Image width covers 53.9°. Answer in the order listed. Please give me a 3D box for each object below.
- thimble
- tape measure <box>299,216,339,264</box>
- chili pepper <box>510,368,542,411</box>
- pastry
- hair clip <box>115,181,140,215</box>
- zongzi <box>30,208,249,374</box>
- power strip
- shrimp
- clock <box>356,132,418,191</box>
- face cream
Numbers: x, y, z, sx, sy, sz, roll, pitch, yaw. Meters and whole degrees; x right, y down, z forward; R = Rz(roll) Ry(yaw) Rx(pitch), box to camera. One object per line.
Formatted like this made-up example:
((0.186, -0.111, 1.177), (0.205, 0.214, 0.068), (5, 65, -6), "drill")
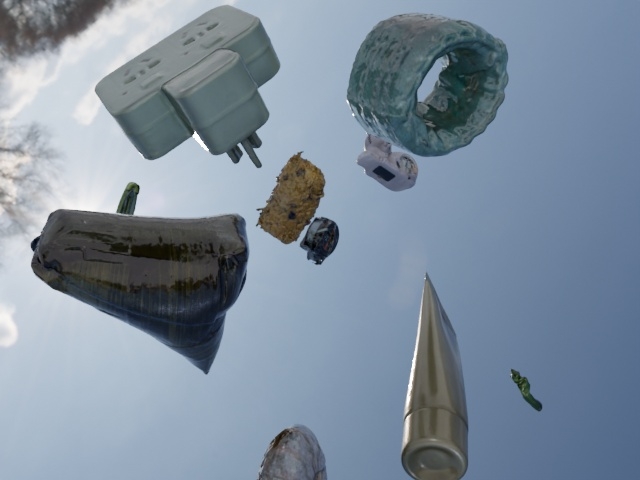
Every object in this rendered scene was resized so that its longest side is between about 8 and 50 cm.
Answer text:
((0.167, -0.239, 0.943), (0.235, 0.199, 0.143), (-35, -141, -16), "thimble")
((0.001, -0.001, 1.354), (0.054, 0.091, 0.094), (17, -116, 30), "tape measure")
((0.328, 0.241, 1.007), (0.027, 0.083, 0.022), (-42, -169, -33), "chili pepper")
((-0.039, -0.058, 0.914), (0.140, 0.080, 0.056), (-51, -172, 40), "pastry")
((-0.467, -0.050, 1.504), (0.033, 0.060, 0.189), (-1, -103, 34), "hair clip")
((-0.370, 0.133, 1.272), (0.208, 0.402, 0.433), (-108, -150, -47), "zongzi")
((-0.153, -0.189, 0.838), (0.229, 0.141, 0.261), (-37, -142, -8), "power strip")
((-0.046, 0.397, 0.803), (0.116, 0.344, 0.145), (4, -164, -3), "shrimp")
((0.180, -0.209, 1.624), (0.080, 0.176, 0.117), (-35, -149, 49), "clock")
((0.168, 0.188, 0.903), (0.084, 0.137, 0.341), (-20, -157, 22), "face cream")
